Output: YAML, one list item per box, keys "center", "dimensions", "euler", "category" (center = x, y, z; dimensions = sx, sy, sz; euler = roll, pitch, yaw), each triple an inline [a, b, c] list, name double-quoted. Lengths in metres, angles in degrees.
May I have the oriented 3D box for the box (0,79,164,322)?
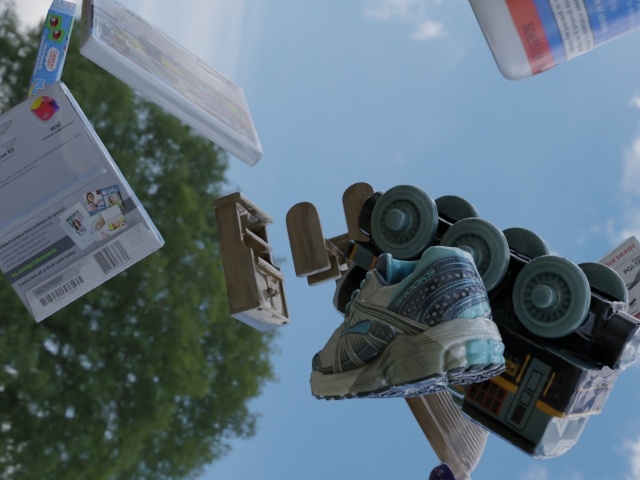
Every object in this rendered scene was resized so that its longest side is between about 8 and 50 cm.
- center: [-0.262, -0.037, 0.989]
  dimensions: [0.145, 0.186, 0.038]
  euler: [-32, -172, -2]
  category: "box"

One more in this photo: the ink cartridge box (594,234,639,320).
- center: [0.504, 0.074, 1.646]
  dimensions: [0.099, 0.135, 0.056]
  euler: [-38, 171, 2]
  category: "ink cartridge box"

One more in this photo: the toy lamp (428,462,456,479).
- center: [0.069, 0.403, 1.519]
  dimensions: [0.080, 0.275, 0.080]
  euler: [168, -90, -76]
  category: "toy lamp"

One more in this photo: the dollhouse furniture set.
- center: [0.000, 0.000, 1.321]
  dimensions: [0.242, 0.212, 0.161]
  euler: [-18, -114, 16]
  category: "dollhouse furniture set"

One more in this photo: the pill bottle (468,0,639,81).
- center: [0.164, -0.172, 0.469]
  dimensions: [0.222, 0.124, 0.124]
  euler: [-23, -133, 13]
  category: "pill bottle"

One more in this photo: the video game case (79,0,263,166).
- center: [-0.152, -0.168, 1.028]
  dimensions: [0.023, 0.201, 0.183]
  euler: [-49, -153, 16]
  category: "video game case"

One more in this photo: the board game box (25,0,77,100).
- center: [-0.388, -0.228, 1.441]
  dimensions: [0.160, 0.039, 0.211]
  euler: [-121, -132, -68]
  category: "board game box"

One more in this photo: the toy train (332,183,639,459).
- center: [0.154, 0.072, 1.029]
  dimensions: [0.334, 0.142, 0.190]
  euler: [29, -78, 34]
  category: "toy train"

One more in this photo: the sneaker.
- center: [0.073, 0.078, 0.922]
  dimensions: [0.283, 0.110, 0.122]
  euler: [151, -62, -61]
  category: "sneaker"

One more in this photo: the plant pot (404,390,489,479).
- center: [0.251, 0.347, 1.979]
  dimensions: [0.110, 0.237, 0.237]
  euler: [-31, -142, 3]
  category: "plant pot"
